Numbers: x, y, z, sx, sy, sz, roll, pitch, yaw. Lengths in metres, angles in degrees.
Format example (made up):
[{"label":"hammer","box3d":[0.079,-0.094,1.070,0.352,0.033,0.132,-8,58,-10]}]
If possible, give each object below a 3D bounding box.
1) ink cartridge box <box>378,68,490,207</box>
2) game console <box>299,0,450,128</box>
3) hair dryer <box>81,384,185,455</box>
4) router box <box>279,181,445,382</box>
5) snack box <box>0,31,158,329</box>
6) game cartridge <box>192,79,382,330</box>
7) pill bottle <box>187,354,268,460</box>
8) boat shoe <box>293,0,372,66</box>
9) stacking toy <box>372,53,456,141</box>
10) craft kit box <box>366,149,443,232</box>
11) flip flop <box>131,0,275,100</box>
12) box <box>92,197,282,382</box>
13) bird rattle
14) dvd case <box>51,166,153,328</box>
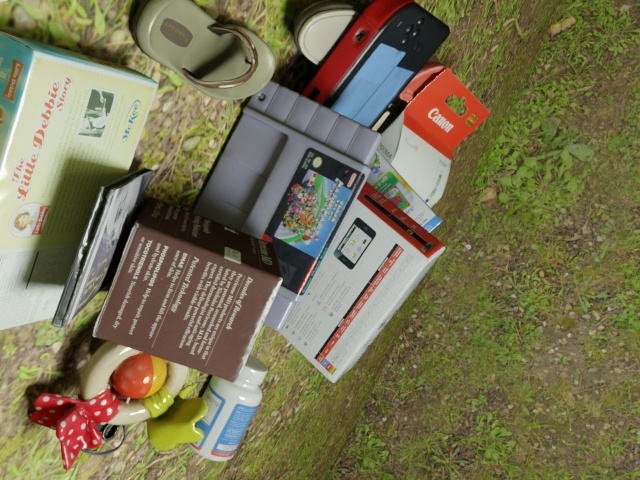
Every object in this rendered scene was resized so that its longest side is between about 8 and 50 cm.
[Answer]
[{"label":"ink cartridge box","box3d":[0.253,-0.200,1.535,0.385,0.091,0.308,-45,149,17]},{"label":"game console","box3d":[0.075,-0.271,1.172,0.386,0.060,0.342,-49,164,23]},{"label":"hair dryer","box3d":[-0.310,0.247,1.063,0.224,0.080,0.293,-40,149,-40]},{"label":"router box","box3d":[0.011,0.044,1.143,0.082,0.301,0.335,-26,154,-54]},{"label":"snack box","box3d":[-0.312,-0.053,0.701,0.321,0.060,0.187,-66,161,13]},{"label":"game cartridge","box3d":[-0.075,-0.059,1.005,0.354,0.230,0.068,-63,166,3]},{"label":"pill bottle","box3d":[-0.206,0.367,1.394,0.221,0.124,0.124,-62,159,5]},{"label":"boat shoe","box3d":[0.039,-0.376,1.094,0.335,0.095,0.112,-21,153,-54]},{"label":"stacking toy","box3d":[0.181,-0.317,1.519,0.280,0.130,0.309,-30,150,-7]},{"label":"craft kit box","box3d":[0.065,-0.045,1.218,0.250,0.246,0.061,-42,173,11]},{"label":"flip flop","box3d":[-0.136,-0.250,0.832,0.112,0.080,0.277,-64,159,7]},{"label":"box","box3d":[-0.183,0.064,0.877,0.168,0.203,0.167,-119,-128,-72]},{"label":"bird rattle","box3d":[-0.296,0.222,0.947,0.254,0.143,0.206,13,104,-34]},{"label":"dvd case","box3d":[-0.258,-0.002,0.761,0.221,0.018,0.164,-106,-141,-78]}]
